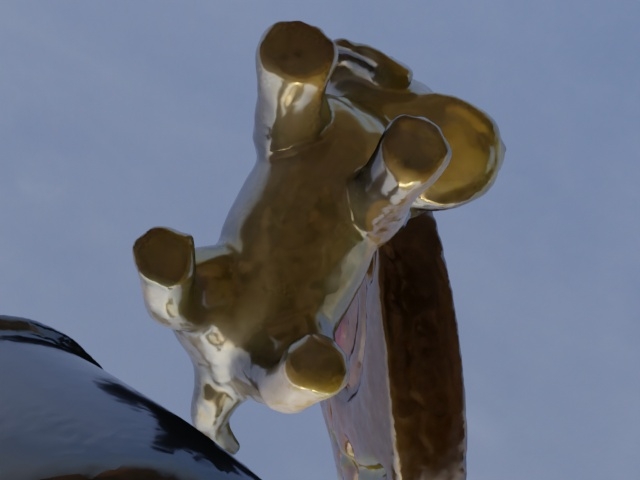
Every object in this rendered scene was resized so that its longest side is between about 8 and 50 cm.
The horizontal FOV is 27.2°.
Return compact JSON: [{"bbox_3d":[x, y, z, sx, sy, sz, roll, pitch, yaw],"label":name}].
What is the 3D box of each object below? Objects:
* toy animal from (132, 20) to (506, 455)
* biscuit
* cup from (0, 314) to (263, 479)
[{"bbox_3d":[0.006,-0.013,0.657,0.121,0.169,0.233,29,-113,8],"label":"toy animal"},{"bbox_3d":[0.027,0.036,0.969,0.070,0.394,0.350,-6,-63,-7],"label":"biscuit"},{"bbox_3d":[-0.121,0.116,0.445,0.223,0.176,0.169,15,-75,-40],"label":"cup"}]
